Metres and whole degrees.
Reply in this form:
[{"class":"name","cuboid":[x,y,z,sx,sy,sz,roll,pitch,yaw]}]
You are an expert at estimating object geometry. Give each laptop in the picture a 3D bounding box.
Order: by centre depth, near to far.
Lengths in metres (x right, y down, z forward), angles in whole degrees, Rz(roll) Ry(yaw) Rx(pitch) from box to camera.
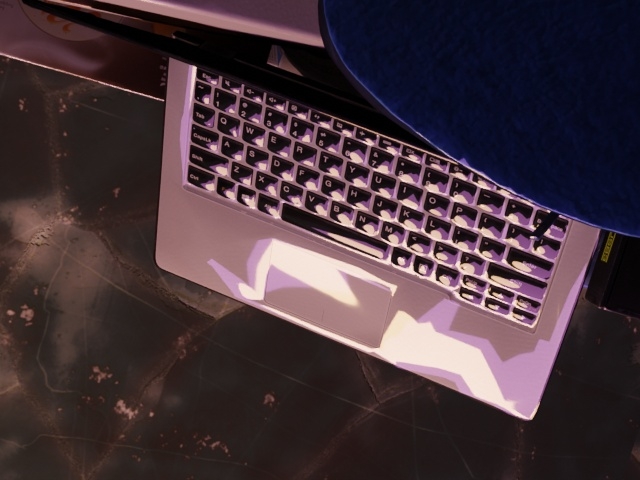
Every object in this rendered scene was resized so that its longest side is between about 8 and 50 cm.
[{"class":"laptop","cuboid":[0.000,0.000,1.014,0.382,0.408,0.236,22,-138,13]}]

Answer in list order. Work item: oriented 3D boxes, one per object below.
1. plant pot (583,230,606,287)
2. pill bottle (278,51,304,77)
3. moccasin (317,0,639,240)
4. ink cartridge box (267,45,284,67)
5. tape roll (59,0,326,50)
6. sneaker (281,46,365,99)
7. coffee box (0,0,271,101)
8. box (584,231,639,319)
[{"class":"plant pot","cuboid":[0.373,-0.042,1.619,0.236,0.212,0.236,17,-176,6]},{"class":"pill bottle","cuboid":[0.096,-0.128,1.298,0.265,0.153,0.153,20,-174,28]},{"class":"moccasin","cuboid":[0.162,-0.049,0.511,0.342,0.137,0.117,17,-171,-6]},{"class":"ink cartridge box","cuboid":[-0.107,-0.208,1.342,0.090,0.092,0.143,-21,157,40]},{"class":"tape roll","cuboid":[-0.137,-0.183,0.849,0.392,0.072,0.392,11,-174,-1]},{"class":"sneaker","cuboid":[0.071,-0.140,1.063,0.281,0.105,0.115,16,177,30]},{"class":"coffee box","cuboid":[-0.166,-0.202,1.181,0.246,0.141,0.098,16,-176,-13]},{"class":"box","cuboid":[0.300,-0.017,0.924,0.191,0.184,0.045,17,-176,-7]}]
